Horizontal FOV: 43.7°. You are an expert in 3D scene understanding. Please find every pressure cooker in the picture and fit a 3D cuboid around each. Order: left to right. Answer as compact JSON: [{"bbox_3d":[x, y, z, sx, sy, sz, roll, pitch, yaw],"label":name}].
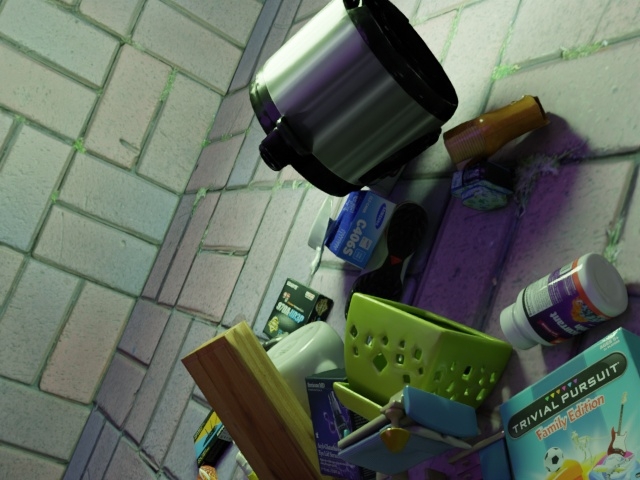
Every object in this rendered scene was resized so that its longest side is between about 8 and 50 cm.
[{"bbox_3d":[0.048,-0.307,1.782,0.420,0.370,0.376,-37,50,23],"label":"pressure cooker"}]

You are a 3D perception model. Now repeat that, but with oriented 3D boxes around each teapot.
[{"bbox_3d":[-0.030,0.321,1.830,0.252,0.187,0.256,-33,9,17],"label":"teapot"}]

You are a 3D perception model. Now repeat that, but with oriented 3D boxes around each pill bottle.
[{"bbox_3d":[0.392,0.108,1.308,0.193,0.108,0.108,-38,36,42],"label":"pill bottle"}]

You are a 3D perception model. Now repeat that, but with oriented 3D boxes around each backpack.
[{"bbox_3d":[0.325,-0.108,1.629,0.114,0.105,0.084,-13,65,55],"label":"backpack"}]

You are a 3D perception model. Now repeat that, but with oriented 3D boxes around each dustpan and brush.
[{"bbox_3d":[0.000,0.000,1.954,0.147,0.060,0.211,102,-165,-54],"label":"dustpan and brush"}]

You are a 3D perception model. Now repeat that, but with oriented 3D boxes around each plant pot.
[{"bbox_3d":[0.173,0.236,1.436,0.228,0.227,0.207,19,90,46],"label":"plant pot"}]

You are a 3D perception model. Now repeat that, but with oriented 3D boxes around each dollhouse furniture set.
[{"bbox_3d":[0.148,0.405,1.262,0.286,0.303,0.198,-41,36,39],"label":"dollhouse furniture set"}]

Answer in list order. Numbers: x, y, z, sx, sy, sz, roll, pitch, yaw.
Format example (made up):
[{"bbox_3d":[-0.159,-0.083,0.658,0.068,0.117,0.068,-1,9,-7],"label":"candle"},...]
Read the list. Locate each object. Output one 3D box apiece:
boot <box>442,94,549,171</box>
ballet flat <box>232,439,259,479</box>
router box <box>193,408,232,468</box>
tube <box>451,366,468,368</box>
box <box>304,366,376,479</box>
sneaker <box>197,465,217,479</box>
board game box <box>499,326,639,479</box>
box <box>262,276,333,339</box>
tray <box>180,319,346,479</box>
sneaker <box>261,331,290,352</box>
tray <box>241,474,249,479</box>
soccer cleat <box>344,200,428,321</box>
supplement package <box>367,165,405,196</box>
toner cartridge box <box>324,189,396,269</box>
[{"bbox_3d":[0.368,-0.223,1.664,0.211,0.104,0.295,-24,1,12],"label":"boot"},{"bbox_3d":[-0.175,0.519,1.954,0.077,0.077,0.231,-54,28,19],"label":"ballet flat"},{"bbox_3d":[-0.294,0.540,2.257,0.179,0.046,0.133,-56,27,16],"label":"router box"},{"bbox_3d":[0.217,0.273,1.561,0.207,0.052,0.080,-48,43,20],"label":"tube"},{"bbox_3d":[0.065,0.362,1.593,0.153,0.108,0.207,-17,83,57],"label":"box"},{"bbox_3d":[-0.297,0.683,2.141,0.175,0.064,0.067,-114,34,-64],"label":"sneaker"},{"bbox_3d":[0.398,0.331,1.132,0.254,0.079,0.336,-45,32,34],"label":"board game box"},{"bbox_3d":[-0.064,0.205,2.127,0.175,0.051,0.220,-65,26,-1],"label":"box"},{"bbox_3d":[-0.124,0.388,1.720,0.076,0.411,0.203,-35,2,-43],"label":"tray"},{"bbox_3d":[-0.120,0.325,2.038,0.106,0.101,0.267,54,144,18],"label":"sneaker"},{"bbox_3d":[-0.127,0.559,1.953,0.270,0.030,0.145,-62,25,4],"label":"tray"},{"bbox_3d":[0.151,0.057,1.834,0.116,0.108,0.318,-84,19,-83],"label":"soccer cleat"},{"bbox_3d":[0.155,-0.258,2.040,0.244,0.139,0.134,-62,25,8],"label":"supplement package"},{"bbox_3d":[0.088,-0.034,1.906,0.348,0.075,0.165,-130,66,-84],"label":"toner cartridge box"}]
